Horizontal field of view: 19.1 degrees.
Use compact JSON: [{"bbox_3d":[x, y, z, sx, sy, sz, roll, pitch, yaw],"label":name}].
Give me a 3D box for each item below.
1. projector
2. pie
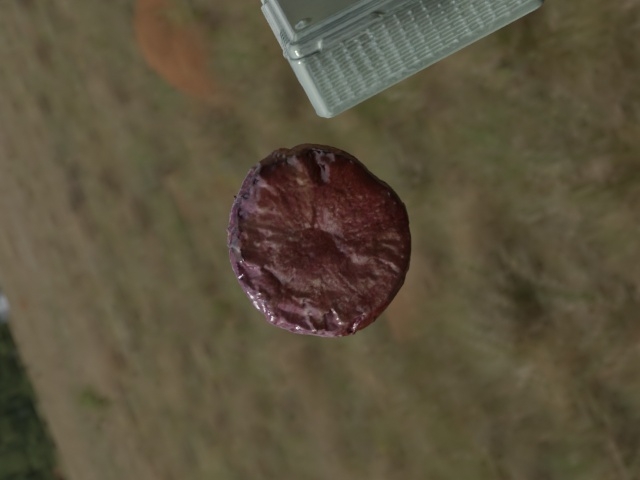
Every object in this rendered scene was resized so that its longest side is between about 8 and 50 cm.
[{"bbox_3d":[0.075,-0.249,1.919,0.099,0.256,0.192,61,-178,-28],"label":"projector"},{"bbox_3d":[0.000,0.000,1.464,0.154,0.154,0.036,68,165,-2],"label":"pie"}]
